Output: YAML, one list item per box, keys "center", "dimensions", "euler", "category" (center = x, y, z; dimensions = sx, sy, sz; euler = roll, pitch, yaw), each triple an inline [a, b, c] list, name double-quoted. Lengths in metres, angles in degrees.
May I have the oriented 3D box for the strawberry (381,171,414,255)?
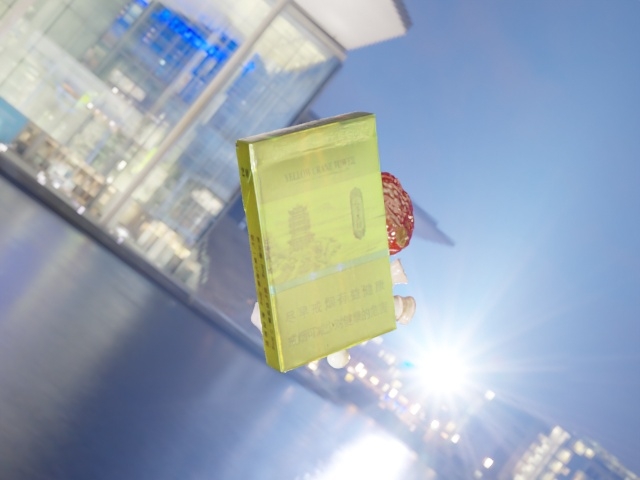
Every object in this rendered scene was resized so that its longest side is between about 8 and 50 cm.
- center: [0.087, -0.042, 1.424]
  dimensions: [0.131, 0.131, 0.148]
  euler: [42, -17, -31]
  category: "strawberry"

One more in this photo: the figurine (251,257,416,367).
- center: [0.023, 0.116, 1.628]
  dimensions: [0.133, 0.276, 0.200]
  euler: [77, -6, -47]
  category: "figurine"

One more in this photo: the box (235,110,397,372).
- center: [0.000, 0.000, 0.795]
  dimensions: [0.030, 0.121, 0.193]
  euler: [17, -61, 54]
  category: "box"
